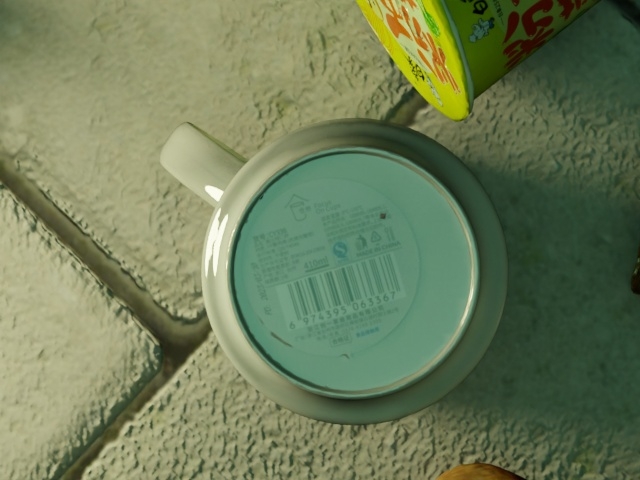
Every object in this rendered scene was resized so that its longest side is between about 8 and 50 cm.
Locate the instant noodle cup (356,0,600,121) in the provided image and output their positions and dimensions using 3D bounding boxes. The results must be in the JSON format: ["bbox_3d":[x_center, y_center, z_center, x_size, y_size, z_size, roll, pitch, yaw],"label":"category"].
[{"bbox_3d":[0.133,-0.287,1.600,0.222,0.311,0.311,-31,89,-6],"label":"instant noodle cup"}]

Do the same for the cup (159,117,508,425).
[{"bbox_3d":[0.000,0.000,1.583,0.323,0.327,0.236,34,92,4],"label":"cup"}]

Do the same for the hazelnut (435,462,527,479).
[{"bbox_3d":[0.147,0.282,1.665,0.182,0.182,0.182,0,91,3],"label":"hazelnut"}]

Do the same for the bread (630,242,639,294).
[{"bbox_3d":[0.355,-0.008,1.650,0.143,0.158,0.149,14,93,8],"label":"bread"}]
